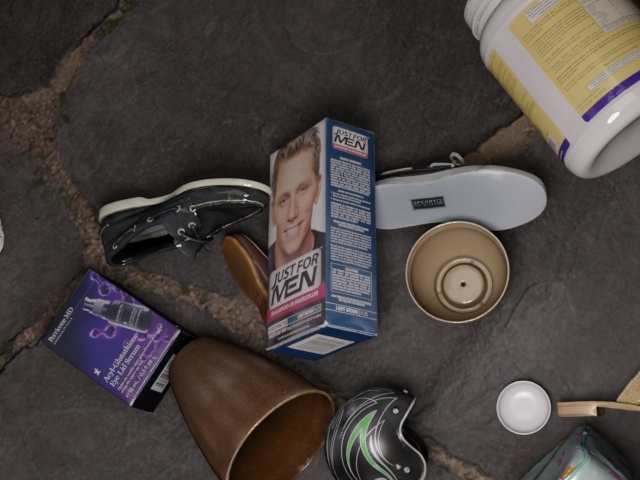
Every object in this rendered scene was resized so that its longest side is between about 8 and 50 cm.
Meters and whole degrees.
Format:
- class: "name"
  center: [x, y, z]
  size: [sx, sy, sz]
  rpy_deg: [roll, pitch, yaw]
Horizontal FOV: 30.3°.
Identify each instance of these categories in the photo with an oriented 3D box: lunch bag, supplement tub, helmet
- class: "lunch bag"
  center: [0.336, 0.382, 1.683]
  size: [0.108, 0.279, 0.224]
  rpy_deg: [43, 100, 8]
- class: "supplement tub"
  center: [0.402, -0.290, 1.863]
  size: [0.241, 0.241, 0.331]
  rpy_deg: [-35, 71, 3]
- class: "helmet"
  center: [0.088, 0.311, 1.824]
  size: [0.169, 0.169, 0.162]
  rpy_deg: [-27, 87, 6]

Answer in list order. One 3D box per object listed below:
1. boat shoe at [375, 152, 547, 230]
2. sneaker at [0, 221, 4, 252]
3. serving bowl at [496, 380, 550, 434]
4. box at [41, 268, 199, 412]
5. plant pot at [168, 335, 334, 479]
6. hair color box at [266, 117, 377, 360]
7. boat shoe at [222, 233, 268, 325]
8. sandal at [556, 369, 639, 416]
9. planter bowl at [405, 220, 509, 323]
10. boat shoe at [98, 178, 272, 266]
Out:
- class: "boat shoe"
  center: [0.217, -0.079, 1.923]
  size: [0.306, 0.105, 0.113]
  rpy_deg: [-8, 117, 23]
- class: "sneaker"
  center: [-0.630, -0.085, 2.131]
  size: [0.078, 0.106, 0.234]
  rpy_deg: [-18, 72, 8]
- class: "serving bowl"
  center: [0.318, 0.262, 1.850]
  size: [0.083, 0.027, 0.083]
  rpy_deg: [-3, 75, 13]
- class: "box"
  center: [-0.335, 0.169, 1.992]
  size: [0.207, 0.108, 0.153]
  rpy_deg: [30, 85, 19]
- class: "plant pot"
  center: [-0.132, 0.258, 1.884]
  size: [0.215, 0.215, 0.230]
  rpy_deg: [-49, 56, -2]
- class: "hair color box"
  center: [0.000, 0.000, 1.891]
  size: [0.174, 0.105, 0.347]
  rpy_deg: [-28, 54, 50]
- class: "boat shoe"
  center: [-0.088, 0.072, 1.983]
  size: [0.073, 0.073, 0.207]
  rpy_deg: [-22, 71, -33]
- class: "sandal"
  center: [0.477, 0.224, 1.790]
  size: [0.240, 0.088, 0.079]
  rpy_deg: [-5, 80, 18]
- class: "planter bowl"
  center: [0.223, 0.060, 1.883]
  size: [0.162, 0.109, 0.162]
  rpy_deg: [-3, 76, 12]
- class: "boat shoe"
  center: [-0.232, -0.021, 1.983]
  size: [0.340, 0.127, 0.113]
  rpy_deg: [-8, 67, 23]
